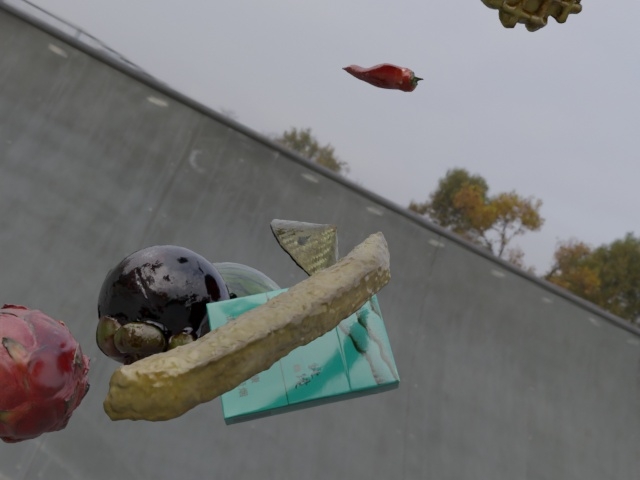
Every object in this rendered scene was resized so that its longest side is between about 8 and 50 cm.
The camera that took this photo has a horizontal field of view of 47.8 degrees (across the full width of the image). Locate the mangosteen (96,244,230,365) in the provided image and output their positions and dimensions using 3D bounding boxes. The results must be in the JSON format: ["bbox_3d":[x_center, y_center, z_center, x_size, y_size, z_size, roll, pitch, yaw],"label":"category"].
[{"bbox_3d":[-0.229,0.106,1.048,0.209,0.210,0.210,25,-1,1],"label":"mangosteen"}]

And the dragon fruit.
[{"bbox_3d":[-0.544,0.239,1.301,0.252,0.240,0.241,66,-15,-16],"label":"dragon fruit"}]

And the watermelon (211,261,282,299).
[{"bbox_3d":[-0.198,0.138,1.398,0.330,0.330,0.190,24,-45,38],"label":"watermelon"}]

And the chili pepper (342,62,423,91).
[{"bbox_3d":[0.096,-0.275,1.205,0.178,0.027,0.045,24,-24,39],"label":"chili pepper"}]

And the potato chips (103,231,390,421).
[{"bbox_3d":[-0.028,0.073,0.734,0.080,0.057,0.407,15,29,39],"label":"potato chips"}]

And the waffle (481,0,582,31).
[{"bbox_3d":[0.234,-0.304,0.729,0.191,0.191,0.038,26,32,-22],"label":"waffle"}]

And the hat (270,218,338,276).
[{"bbox_3d":[0.000,0.000,1.062,0.146,0.067,0.146,43,13,-12],"label":"hat"}]

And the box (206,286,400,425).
[{"bbox_3d":[-0.026,0.138,0.946,0.226,0.161,0.042,-10,-27,-6],"label":"box"}]
